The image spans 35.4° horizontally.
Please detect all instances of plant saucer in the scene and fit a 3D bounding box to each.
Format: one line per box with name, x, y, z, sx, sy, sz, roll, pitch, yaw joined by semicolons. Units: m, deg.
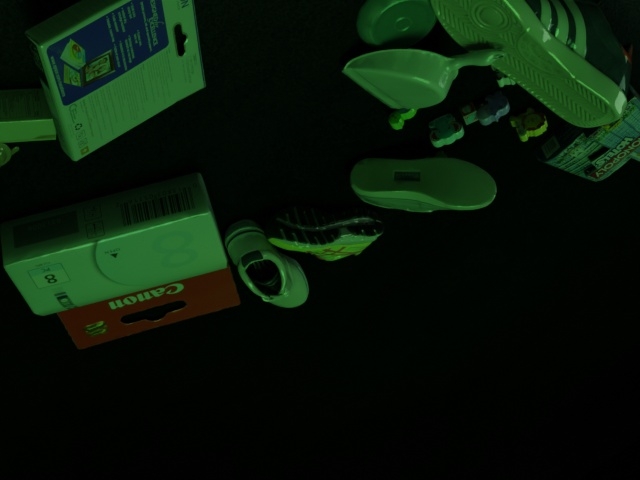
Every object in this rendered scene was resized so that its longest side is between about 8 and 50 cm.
plant saucer;0.108;-0.295;1.340;0.119;0.021;0.119;-13;146;-9

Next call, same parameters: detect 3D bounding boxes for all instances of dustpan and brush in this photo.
dustpan and brush;0.155;-0.231;1.370;0.211;0.060;0.147;7;168;39

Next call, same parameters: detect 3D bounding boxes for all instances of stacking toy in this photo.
stacking toy;0.225;-0.181;1.526;0.221;0.052;0.167;-25;145;10

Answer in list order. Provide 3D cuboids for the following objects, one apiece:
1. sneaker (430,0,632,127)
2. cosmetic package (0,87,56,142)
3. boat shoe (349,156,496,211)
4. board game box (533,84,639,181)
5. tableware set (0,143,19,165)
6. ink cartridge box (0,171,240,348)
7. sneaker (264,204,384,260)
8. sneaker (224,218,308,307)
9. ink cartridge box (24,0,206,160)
sneaker;0.290;-0.302;1.346;0.350;0.148;0.131;35;157;-27
cosmetic package;-0.395;-0.157;1.268;0.115;0.060;0.041;-4;144;-17
boat shoe;0.160;-0.084;1.573;0.227;0.079;0.081;6;164;7
board game box;0.491;-0.166;1.661;0.194;0.060;0.194;15;134;-37
tableware set;-0.497;-0.101;1.334;0.141;0.020;0.168;-35;143;26
ink cartridge box;-0.296;0.072;1.604;0.308;0.091;0.385;-16;144;-4
sneaker;0.000;0.000;1.648;0.208;0.081;0.094;2;143;-27
sneaker;-0.087;0.066;1.687;0.094;0.091;0.258;-26;145;11
ink cartridge box;-0.244;-0.221;1.235;0.208;0.045;0.206;-34;151;-22
